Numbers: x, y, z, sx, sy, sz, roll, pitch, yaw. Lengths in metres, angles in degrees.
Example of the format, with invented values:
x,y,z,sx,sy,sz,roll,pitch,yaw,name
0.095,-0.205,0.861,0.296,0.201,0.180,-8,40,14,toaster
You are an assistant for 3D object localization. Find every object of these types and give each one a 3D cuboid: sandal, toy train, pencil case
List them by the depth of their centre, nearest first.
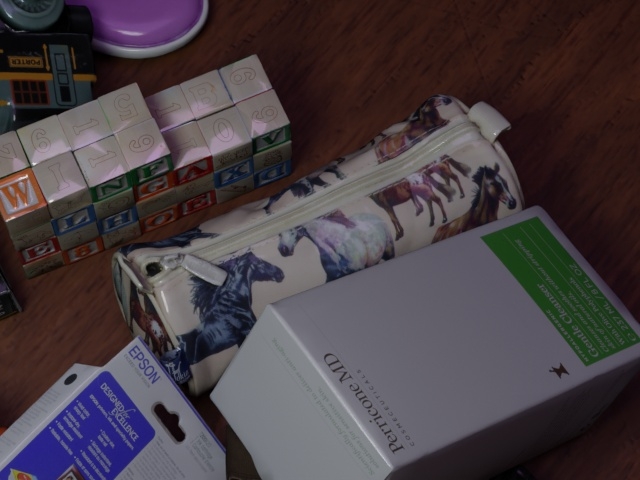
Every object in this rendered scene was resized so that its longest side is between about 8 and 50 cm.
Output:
x,y,z,sx,sy,sz,roll,pitch,yaw,name
0.000,0.000,1.941,0.410,0.183,0.160,-27,71,-11,pencil case
-0.377,-0.177,1.969,0.334,0.142,0.190,-1,69,-29,toy train
-0.294,-0.349,2.115,0.416,0.102,0.169,42,75,14,sandal

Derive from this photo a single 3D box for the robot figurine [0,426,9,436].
x,y,z,sx,sy,sz,roll,pitch,yaw,name
-0.364,0.226,1.883,0.219,0.128,0.158,14,67,6,robot figurine

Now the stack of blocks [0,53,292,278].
x,y,z,sx,sy,sz,roll,pitch,yaw,name
-0.181,-0.080,1.976,0.297,0.171,0.087,-22,71,-9,stack of blocks

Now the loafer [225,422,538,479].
x,y,z,sx,sy,sz,roll,pitch,yaw,name
0.069,0.247,1.894,0.366,0.130,0.134,27,38,1,loafer

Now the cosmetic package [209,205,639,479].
x,y,z,sx,sy,sz,roll,pitch,yaw,name
0.107,0.123,1.821,0.365,0.155,0.197,-20,63,-42,cosmetic package

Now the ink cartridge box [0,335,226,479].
x,y,z,sx,sy,sz,roll,pitch,yaw,name
-0.203,0.218,1.855,0.208,0.206,0.045,-43,37,-15,ink cartridge box

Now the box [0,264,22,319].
x,y,z,sx,sy,sz,roll,pitch,yaw,name
-0.501,0.021,1.987,0.322,0.079,0.257,-25,73,-9,box
